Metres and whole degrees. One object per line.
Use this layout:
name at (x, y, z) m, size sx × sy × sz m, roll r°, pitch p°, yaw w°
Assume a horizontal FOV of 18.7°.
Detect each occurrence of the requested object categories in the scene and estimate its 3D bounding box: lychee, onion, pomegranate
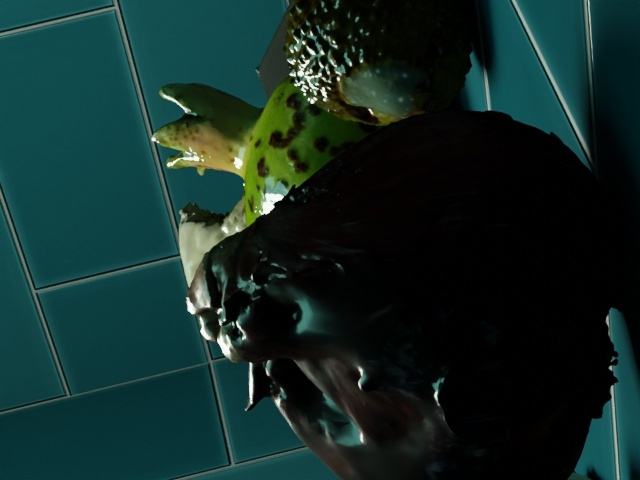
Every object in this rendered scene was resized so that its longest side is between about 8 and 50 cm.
lychee at (0.050, -0.173, 1.566) m, size 0.171 × 0.171 × 0.171 m, roll 166°, pitch 90°, yaw -87°
onion at (0.077, 0.056, 1.203) m, size 0.221 × 0.281 × 0.281 m, roll -122°, pitch 17°, yaw -55°
pomegranate at (-0.005, -0.054, 1.827) m, size 0.231 × 0.286 × 0.231 m, roll -8°, pitch -90°, yaw -71°

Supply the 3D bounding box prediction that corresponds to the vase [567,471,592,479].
vase at (0.169, 0.227, 1.215) m, size 0.299 × 0.143 × 0.143 m, roll 169°, pitch 88°, yaw -85°

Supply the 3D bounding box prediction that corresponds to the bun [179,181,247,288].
bun at (0.011, 0.008, 2.060) m, size 0.205 × 0.281 × 0.281 m, roll 10°, pitch -118°, yaw -59°

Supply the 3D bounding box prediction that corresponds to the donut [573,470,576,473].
donut at (0.188, 0.294, 1.508) m, size 0.216 × 0.096 × 0.230 m, roll -117°, pitch 13°, yaw -78°

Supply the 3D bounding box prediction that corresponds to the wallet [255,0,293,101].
wallet at (0.008, -0.225, 1.918) m, size 0.146 × 0.030 × 0.285 m, roll -106°, pitch 34°, yaw -44°
